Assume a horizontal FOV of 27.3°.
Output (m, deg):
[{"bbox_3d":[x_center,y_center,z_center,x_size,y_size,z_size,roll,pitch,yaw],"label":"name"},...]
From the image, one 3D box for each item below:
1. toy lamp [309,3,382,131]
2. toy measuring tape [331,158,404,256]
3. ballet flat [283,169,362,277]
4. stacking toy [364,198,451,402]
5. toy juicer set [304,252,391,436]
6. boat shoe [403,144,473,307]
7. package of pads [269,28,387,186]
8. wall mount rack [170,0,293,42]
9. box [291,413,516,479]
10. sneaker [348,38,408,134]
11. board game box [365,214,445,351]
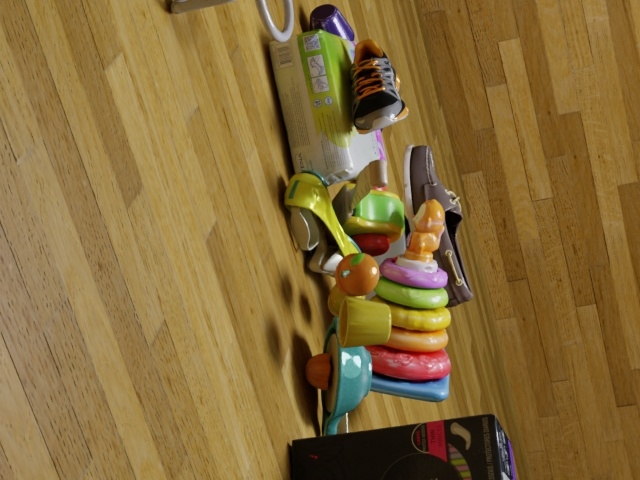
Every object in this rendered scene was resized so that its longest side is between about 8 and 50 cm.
[{"bbox_3d":[0.041,-0.288,2.285,0.080,0.080,0.274,-86,161,-45],"label":"toy lamp"},{"bbox_3d":[0.087,-0.051,1.977,0.330,0.121,0.121,129,-43,-69],"label":"toy measuring tape"},{"bbox_3d":[0.000,0.000,1.938,0.077,0.077,0.231,-61,141,-36],"label":"ballet flat"},{"bbox_3d":[0.139,0.083,2.008,0.175,0.166,0.301,-60,160,-77],"label":"stacking toy"},{"bbox_3d":[0.019,0.160,1.857,0.209,0.090,0.329,-98,-166,-49],"label":"toy juicer set"},{"bbox_3d":[0.204,-0.030,2.315,0.116,0.097,0.324,55,28,-57],"label":"boat shoe"},{"bbox_3d":[0.015,-0.201,2.061,0.296,0.101,0.229,-18,96,-76],"label":"package of pads"},{"bbox_3d":[-0.123,-0.414,1.624,0.304,0.131,0.350,-54,132,-67],"label":"wall mount rack"},{"bbox_3d":[0.112,0.332,1.688,0.143,0.270,0.165,53,29,-61],"label":"box"},{"bbox_3d":[0.076,-0.228,1.964,0.215,0.084,0.083,-96,164,-60],"label":"sneaker"},{"bbox_3d":[0.150,0.105,2.392,0.303,0.098,0.224,53,31,-59],"label":"board game box"}]
